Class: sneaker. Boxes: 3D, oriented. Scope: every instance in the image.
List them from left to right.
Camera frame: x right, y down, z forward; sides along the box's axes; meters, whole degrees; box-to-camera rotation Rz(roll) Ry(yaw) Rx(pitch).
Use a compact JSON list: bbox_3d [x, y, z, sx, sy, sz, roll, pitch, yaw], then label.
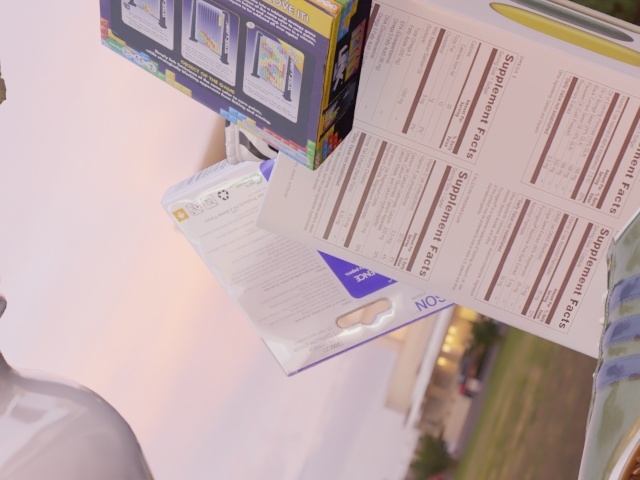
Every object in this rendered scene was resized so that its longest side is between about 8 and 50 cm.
[{"bbox_3d":[-0.050,-0.108,1.138,0.040,0.044,0.109,-75,-15,-57],"label":"sneaker"},{"bbox_3d":[0.136,0.034,0.561,0.192,0.064,0.086,-65,27,9],"label":"sneaker"}]

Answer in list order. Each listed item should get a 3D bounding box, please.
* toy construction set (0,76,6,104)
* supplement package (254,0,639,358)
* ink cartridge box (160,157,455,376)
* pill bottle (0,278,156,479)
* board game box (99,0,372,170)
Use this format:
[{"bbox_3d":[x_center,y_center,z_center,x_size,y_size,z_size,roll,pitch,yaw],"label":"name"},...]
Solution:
[{"bbox_3d":[-0.291,-0.081,0.762,0.215,0.328,0.151,14,-102,-56],"label":"toy construction set"},{"bbox_3d":[0.121,-0.078,1.107,0.199,0.263,0.198,-63,-7,-69],"label":"supplement package"},{"bbox_3d":[0.000,0.000,1.337,0.208,0.206,0.045,56,-154,-21],"label":"ink cartridge box"},{"bbox_3d":[-0.119,0.159,0.452,0.188,0.188,0.333,-49,-57,-72],"label":"pill bottle"},{"bbox_3d":[-0.054,-0.138,0.907,0.048,0.170,0.141,-48,-18,-32],"label":"board game box"}]
